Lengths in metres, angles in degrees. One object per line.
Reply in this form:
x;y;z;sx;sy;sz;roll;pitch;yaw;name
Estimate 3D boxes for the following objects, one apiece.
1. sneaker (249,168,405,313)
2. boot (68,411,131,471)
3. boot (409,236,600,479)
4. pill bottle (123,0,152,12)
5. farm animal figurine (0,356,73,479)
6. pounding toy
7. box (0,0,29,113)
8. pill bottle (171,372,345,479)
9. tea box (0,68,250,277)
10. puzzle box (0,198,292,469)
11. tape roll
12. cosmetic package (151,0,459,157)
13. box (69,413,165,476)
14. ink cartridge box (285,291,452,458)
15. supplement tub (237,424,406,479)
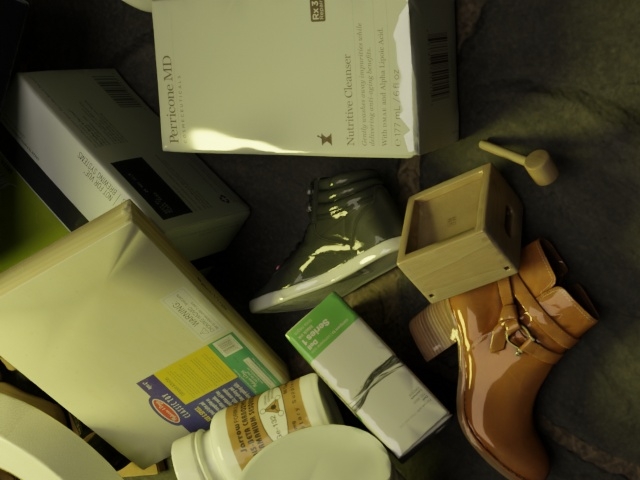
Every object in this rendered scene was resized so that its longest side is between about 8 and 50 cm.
0.000;0.000;1.522;0.296;0.105;0.146;-29;70;37;sneaker
-0.363;0.287;1.706;0.077;0.198;0.137;-38;73;-10;boot
0.268;0.155;1.402;0.220;0.109;0.283;-36;74;26;boot
-0.174;-0.470;1.471;0.323;0.181;0.181;-43;78;29;pill bottle
-0.553;0.255;1.840;0.327;0.172;0.330;37;131;-2;farm animal figurine
0.215;-0.037;1.382;0.206;0.181;0.094;-23;125;31;pounding toy
-0.680;-0.120;1.576;0.472;0.297;0.479;-10;66;54;box
-0.086;0.287;1.556;0.229;0.131;0.131;-23;88;7;pill bottle
-0.344;-0.026;1.634;0.329;0.220;0.323;46;117;15;tea box
-0.253;0.146;1.515;0.272;0.409;0.052;-29;41;10;puzzle box
-0.440;0.383;1.677;0.392;0.072;0.392;20;138;19;tape roll
-0.022;-0.223;1.449;0.385;0.156;0.217;1;102;29;cosmetic package
-0.346;0.290;1.813;0.164;0.021;0.201;-11;94;31;box
0.067;0.187;1.467;0.092;0.160;0.219;-42;75;-5;ink cartridge box
0.030;0.431;1.440;0.241;0.241;0.331;3;126;29;supplement tub
